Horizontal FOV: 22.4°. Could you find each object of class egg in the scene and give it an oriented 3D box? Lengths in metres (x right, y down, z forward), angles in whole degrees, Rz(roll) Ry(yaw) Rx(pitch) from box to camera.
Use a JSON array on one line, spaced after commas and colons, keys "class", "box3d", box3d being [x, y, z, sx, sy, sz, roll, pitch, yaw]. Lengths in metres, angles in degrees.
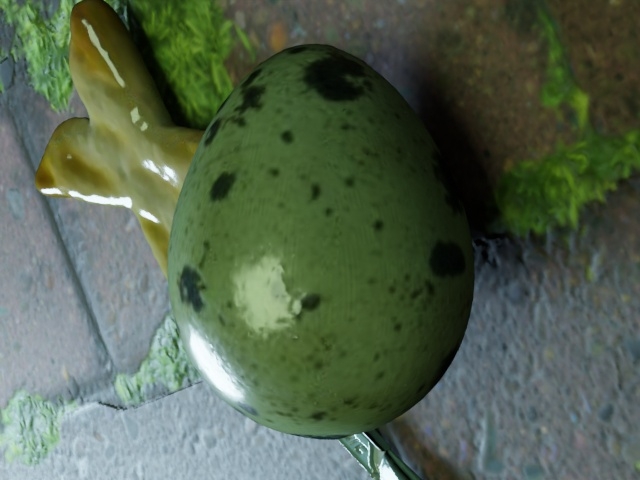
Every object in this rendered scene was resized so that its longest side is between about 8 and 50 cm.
[{"class": "egg", "box3d": [0.000, 0.000, 0.930, 0.177, 0.177, 0.228, -7, 82, 46]}]

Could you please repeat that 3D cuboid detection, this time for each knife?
[{"class": "knife", "box3d": [0.044, 0.148, 1.047, 0.210, 0.015, 0.028, 44, 136, 27]}]

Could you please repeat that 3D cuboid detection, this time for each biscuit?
[{"class": "biscuit", "box3d": [-0.114, -0.049, 1.116, 0.208, 0.047, 0.164, 41, 128, 28]}]
